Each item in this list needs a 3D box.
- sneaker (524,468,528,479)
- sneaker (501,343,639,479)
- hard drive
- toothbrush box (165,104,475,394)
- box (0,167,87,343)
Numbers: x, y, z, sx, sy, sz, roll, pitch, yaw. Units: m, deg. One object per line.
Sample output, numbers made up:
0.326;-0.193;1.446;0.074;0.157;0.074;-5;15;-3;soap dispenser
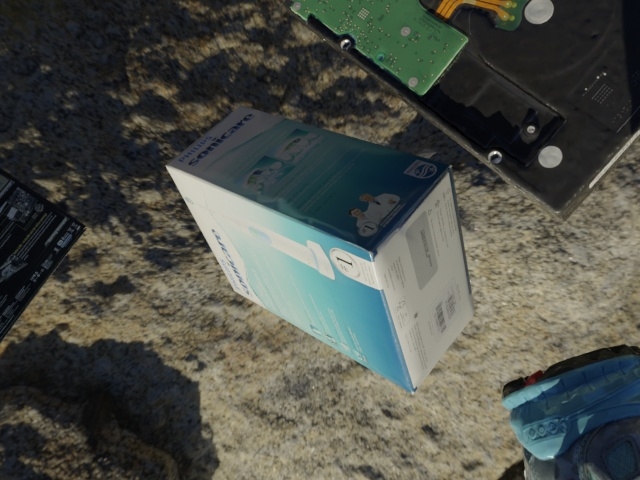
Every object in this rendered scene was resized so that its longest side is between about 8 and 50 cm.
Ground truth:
0.384;0.300;0.811;0.094;0.091;0.258;46;123;-4;sneaker
0.212;0.143;0.347;0.262;0.104;0.125;12;57;-24;sneaker
0.150;-0.210;0.531;0.339;0.064;0.237;43;102;23;hard drive
0.000;0.000;0.671;0.295;0.216;0.126;22;57;38;toothbrush box
-0.377;0.020;0.681;0.147;0.077;0.180;37;64;-19;box
